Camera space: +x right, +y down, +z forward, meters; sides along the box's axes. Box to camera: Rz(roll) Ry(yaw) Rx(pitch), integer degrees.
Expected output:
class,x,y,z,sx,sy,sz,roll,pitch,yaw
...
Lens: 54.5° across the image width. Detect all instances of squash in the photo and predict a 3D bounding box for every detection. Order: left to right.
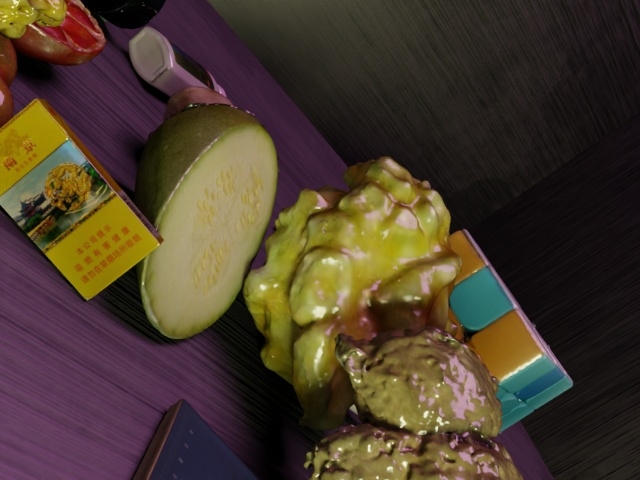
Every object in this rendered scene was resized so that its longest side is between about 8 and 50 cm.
class,x,y,z,sx,sy,sz,roll,pitch,yaw
squash,-0.109,-0.023,0.685,0.189,0.189,0.260,45,10,-36

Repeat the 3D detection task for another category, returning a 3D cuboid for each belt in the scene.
class,x,y,z,sx,sy,sz,roll,pitch,yaw
belt,-0.350,-0.453,1.067,0.198,0.151,0.078,49,13,24

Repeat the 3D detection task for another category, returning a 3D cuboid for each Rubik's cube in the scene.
class,x,y,z,sx,sy,sz,roll,pitch,yaw
Rubik's cube,0.265,0.208,1.204,0.290,0.292,0.291,39,19,-52

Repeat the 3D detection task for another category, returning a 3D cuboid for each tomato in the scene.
class,x,y,z,sx,sy,sz,roll,pitch,yaw
tomato,-0.337,-0.257,0.735,0.156,0.069,0.155,41,23,-21

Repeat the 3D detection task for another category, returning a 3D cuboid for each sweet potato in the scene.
class,x,y,z,sx,sy,sz,roll,pitch,yaw
sweet potato,-0.326,-0.178,0.602,0.058,0.055,0.202,-9,56,-29

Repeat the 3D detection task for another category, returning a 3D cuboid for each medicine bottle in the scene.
class,x,y,z,sx,sy,sz,roll,pitch,yaw
medicine bottle,-0.256,-0.301,1.160,0.115,0.078,0.219,57,13,21

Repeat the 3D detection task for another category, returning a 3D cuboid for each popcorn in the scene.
class,x,y,z,sx,sy,sz,roll,pitch,yaw
popcorn,0.037,0.061,0.793,0.274,0.335,0.279,34,-12,-24

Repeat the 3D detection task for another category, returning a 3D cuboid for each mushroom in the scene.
class,x,y,z,sx,sy,sz,roll,pitch,yaw
mushroom,-0.169,-0.126,0.858,0.166,0.127,0.166,37,-44,45

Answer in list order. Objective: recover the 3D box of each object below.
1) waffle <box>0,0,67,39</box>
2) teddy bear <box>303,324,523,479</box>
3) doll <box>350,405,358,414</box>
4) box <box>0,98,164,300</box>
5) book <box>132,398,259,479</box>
class,x,y,z,sx,sy,sz,roll,pitch,yaw
waffle,-0.377,-0.282,0.547,0.312,0.060,0.307,27,29,-32
teddy bear,0.097,0.197,0.574,0.267,0.156,0.256,18,42,-26
doll,0.182,0.352,0.824,0.376,0.187,0.365,25,10,-13
box,-0.216,-0.033,0.529,0.155,0.087,0.023,51,11,-10
book,-0.048,0.269,0.480,0.269,0.025,0.191,51,11,-12
